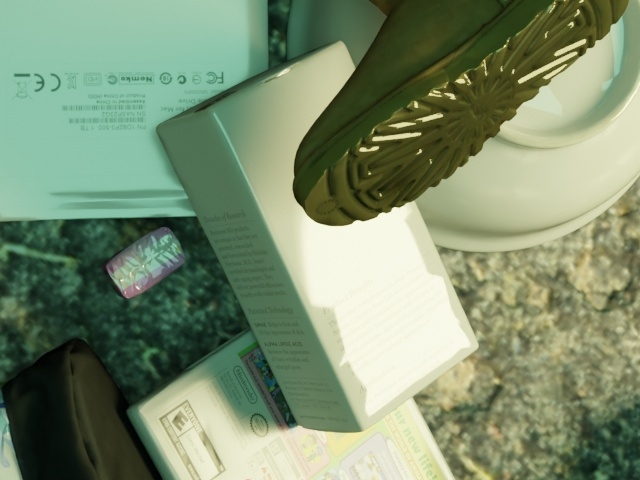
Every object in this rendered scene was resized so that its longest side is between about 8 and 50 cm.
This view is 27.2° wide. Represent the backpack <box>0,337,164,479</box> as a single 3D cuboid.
[{"bbox_3d":[-0.253,0.268,0.814,0.356,0.273,0.290,-26,90,6],"label":"backpack"}]

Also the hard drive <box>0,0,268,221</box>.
[{"bbox_3d":[-0.138,-0.169,0.897,0.203,0.040,0.307,-2,94,-11],"label":"hard drive"}]

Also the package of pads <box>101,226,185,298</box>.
[{"bbox_3d":[-0.119,0.015,0.891,0.050,0.083,0.032,-32,94,-10],"label":"package of pads"}]

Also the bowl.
[{"bbox_3d":[0.133,-0.134,0.903,0.298,0.134,0.297,-1,93,-11],"label":"bowl"}]

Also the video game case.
[{"bbox_3d":[-0.007,0.157,0.914,0.193,0.023,0.212,-33,100,-32],"label":"video game case"}]

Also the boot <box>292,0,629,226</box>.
[{"bbox_3d":[0.022,-0.165,0.812,0.236,0.089,0.269,-36,58,-4],"label":"boot"}]

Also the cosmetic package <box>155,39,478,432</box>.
[{"bbox_3d":[0.000,0.000,0.871,0.117,0.085,0.231,-31,102,-32],"label":"cosmetic package"}]
